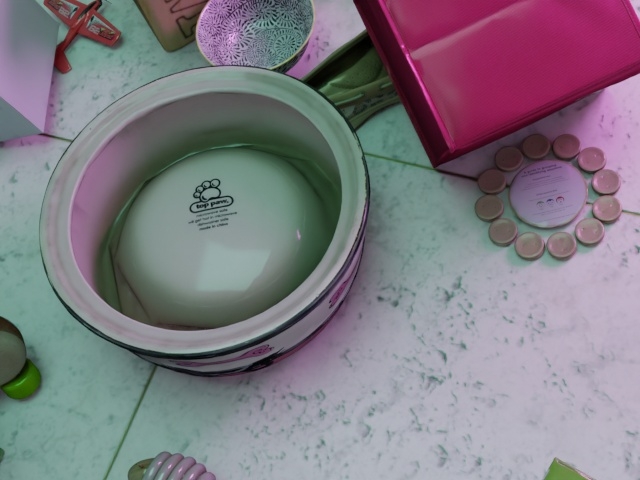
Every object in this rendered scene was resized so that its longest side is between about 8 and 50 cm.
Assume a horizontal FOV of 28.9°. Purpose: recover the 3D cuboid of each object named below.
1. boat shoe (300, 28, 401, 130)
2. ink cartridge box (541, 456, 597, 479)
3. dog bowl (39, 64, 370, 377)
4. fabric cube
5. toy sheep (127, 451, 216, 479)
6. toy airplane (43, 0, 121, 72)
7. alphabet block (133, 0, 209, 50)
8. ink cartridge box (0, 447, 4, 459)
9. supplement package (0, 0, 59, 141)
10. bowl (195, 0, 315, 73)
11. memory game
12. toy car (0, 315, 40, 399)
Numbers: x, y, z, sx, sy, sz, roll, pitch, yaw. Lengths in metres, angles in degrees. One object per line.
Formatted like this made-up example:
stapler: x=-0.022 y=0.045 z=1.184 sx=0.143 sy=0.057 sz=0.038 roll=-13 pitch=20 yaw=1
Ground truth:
boat shoe: x=0.072 y=-0.232 z=1.667 sx=0.285 sy=0.089 sz=0.104 roll=-41 pitch=61 yaw=-9
ink cartridge box: x=0.220 y=0.372 z=1.253 sx=0.097 sy=0.189 sz=0.255 roll=28 pitch=72 yaw=24
dog bowl: x=-0.130 y=-0.012 z=1.545 sx=0.408 sy=0.150 sz=0.407 roll=-5 pitch=60 yaw=9
fabric cube: x=0.209 y=-0.259 z=1.507 sx=0.258 sy=0.254 sz=0.259 roll=-26 pitch=90 yaw=-1
toy sheep: x=-0.165 y=0.294 z=1.453 sx=0.132 sy=0.091 sz=0.091 roll=22 pitch=69 yaw=9
toy airplane: x=-0.367 y=-0.309 z=1.852 sx=0.151 sy=0.028 sz=0.151 roll=-4 pitch=65 yaw=8
alphabet block: x=-0.205 y=-0.427 z=1.778 sx=0.193 sy=0.197 sz=0.192 roll=-29 pitch=59 yaw=-3
ink cartridge box: x=-0.501 y=0.233 z=1.492 sx=0.154 sy=0.212 sz=0.093 roll=15 pitch=67 yaw=21
supplement package: x=-0.505 y=-0.250 z=1.767 sx=0.203 sy=0.149 sz=0.194 roll=-8 pitch=62 yaw=21
bowl: x=-0.081 y=-0.280 z=1.736 sx=0.170 sy=0.080 sz=0.170 roll=-6 pitch=62 yaw=12
memory game: x=0.286 y=-0.056 z=1.566 sx=0.186 sy=0.012 sz=0.186 roll=-6 pitch=61 yaw=12
toy car: x=-0.462 y=0.110 z=1.594 sx=0.149 sy=0.155 sz=0.188 roll=-26 pitch=47 yaw=-1
